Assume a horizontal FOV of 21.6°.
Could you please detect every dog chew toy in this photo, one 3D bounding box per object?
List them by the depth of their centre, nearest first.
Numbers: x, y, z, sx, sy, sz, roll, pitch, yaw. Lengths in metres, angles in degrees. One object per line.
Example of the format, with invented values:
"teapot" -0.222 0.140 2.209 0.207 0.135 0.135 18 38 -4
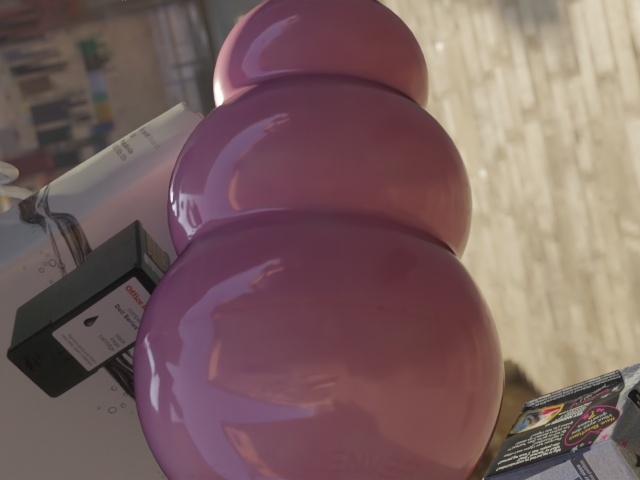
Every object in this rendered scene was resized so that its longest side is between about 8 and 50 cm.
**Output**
"dog chew toy" 0.000 0.000 0.967 0.206 0.206 0.332 85 -175 -64

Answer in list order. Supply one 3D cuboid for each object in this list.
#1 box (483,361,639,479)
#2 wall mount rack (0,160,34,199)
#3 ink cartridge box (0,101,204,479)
"box" 0.307 0.271 1.654 0.247 0.163 0.142 54 -141 -14
"wall mount rack" -0.480 -0.016 1.777 0.350 0.304 0.130 -9 76 52
"ink cartridge box" -0.145 0.074 1.107 0.211 0.289 0.121 58 175 -19
